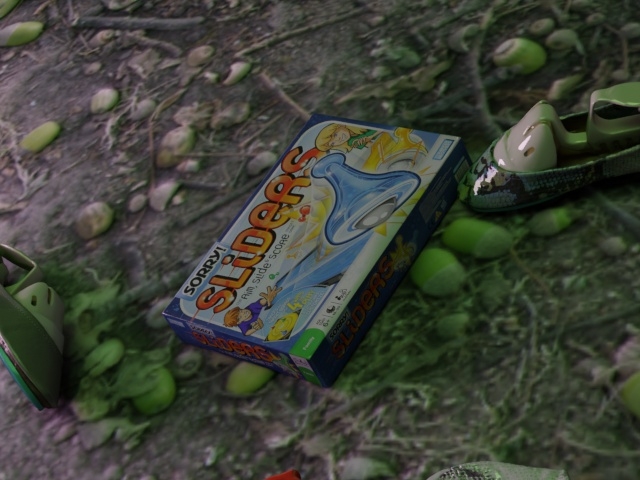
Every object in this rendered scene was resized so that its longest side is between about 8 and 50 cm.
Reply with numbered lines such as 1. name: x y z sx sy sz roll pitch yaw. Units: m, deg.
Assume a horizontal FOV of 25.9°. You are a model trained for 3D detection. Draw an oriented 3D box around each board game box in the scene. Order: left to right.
1. board game box: 0.000 0.000 0.967 0.136 0.035 0.201 13 56 38

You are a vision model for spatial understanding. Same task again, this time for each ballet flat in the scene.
1. ballet flat: -0.227 0.047 1.026 0.068 0.072 0.213 -37 41 -15
2. ballet flat: 0.173 -0.071 0.917 0.188 0.070 0.070 -15 43 17

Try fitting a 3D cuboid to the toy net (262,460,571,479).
1. toy net: 0.030 0.172 0.775 0.232 0.045 0.122 -22 40 7
